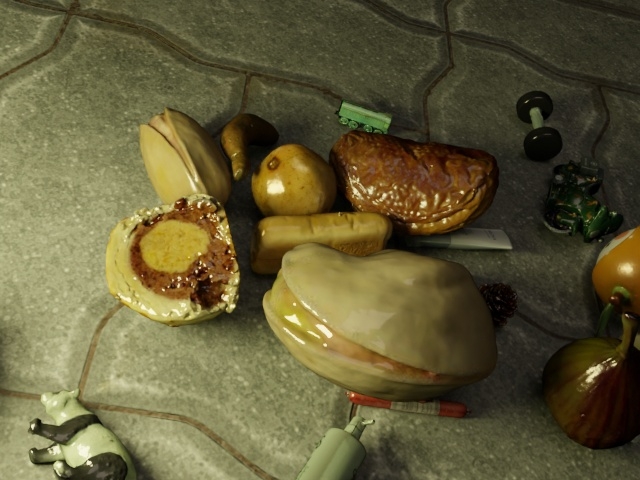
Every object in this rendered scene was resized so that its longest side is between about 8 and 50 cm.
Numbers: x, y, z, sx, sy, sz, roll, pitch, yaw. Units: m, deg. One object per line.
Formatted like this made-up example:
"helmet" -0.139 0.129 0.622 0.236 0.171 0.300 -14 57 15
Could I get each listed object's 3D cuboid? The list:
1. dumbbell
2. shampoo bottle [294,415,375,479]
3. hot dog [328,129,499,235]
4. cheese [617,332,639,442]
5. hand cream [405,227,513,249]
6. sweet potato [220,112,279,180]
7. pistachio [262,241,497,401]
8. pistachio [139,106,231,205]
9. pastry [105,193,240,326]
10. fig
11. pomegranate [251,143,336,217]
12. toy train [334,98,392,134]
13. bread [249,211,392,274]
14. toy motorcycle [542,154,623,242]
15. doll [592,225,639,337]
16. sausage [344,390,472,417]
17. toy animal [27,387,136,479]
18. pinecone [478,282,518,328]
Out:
"dumbbell" 0.598 -0.316 1.889 0.100 0.100 0.191 11 51 -8
"shampoo bottle" 0.006 0.402 1.157 0.085 0.085 0.262 31 51 10
"hot dog" 0.204 -0.138 1.567 0.388 0.174 0.267 13 34 15
"cheese" 0.665 0.311 1.443 0.127 0.050 0.255 27 52 5
"hand cream" 0.323 -0.004 1.594 0.255 0.048 0.079 0 38 -13
"sweet potato" -0.164 -0.226 1.536 0.108 0.079 0.346 35 26 -6
"pistachio" 0.116 0.140 1.271 0.446 0.281 0.365 17 20 -10
"pistachio" -0.286 -0.158 1.463 0.162 0.181 0.293 -27 62 -4
"pastry" -0.269 0.055 1.314 0.237 0.170 0.255 -16 65 -1
"fig" 0.530 0.241 1.283 0.217 0.320 0.216 -4 48 5
"pomegranate" -0.055 -0.112 1.503 0.196 0.196 0.196 8 51 -10
"toy train" 0.109 -0.314 1.766 0.148 0.071 0.038 18 50 -1
"bread" 0.000 0.000 1.444 0.305 0.142 0.091 -2 35 -17
"toy motorcycle" 0.660 -0.100 1.725 0.187 0.124 0.274 16 49 9
"doll" 0.695 0.092 1.519 0.213 0.213 0.236 42 55 18
"sausage" 0.169 0.310 1.312 0.253 0.034 0.034 10 50 -9
"toy animal" -0.385 0.331 1.099 0.121 0.093 0.225 -22 51 -41
"pinecone" 0.369 0.130 1.461 0.102 0.109 0.102 9 51 -12
